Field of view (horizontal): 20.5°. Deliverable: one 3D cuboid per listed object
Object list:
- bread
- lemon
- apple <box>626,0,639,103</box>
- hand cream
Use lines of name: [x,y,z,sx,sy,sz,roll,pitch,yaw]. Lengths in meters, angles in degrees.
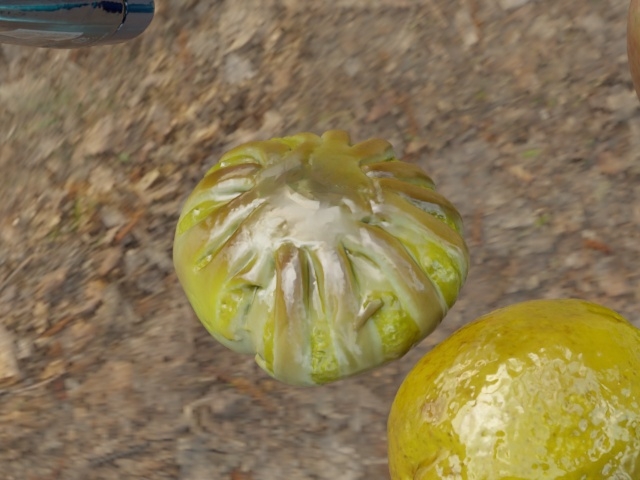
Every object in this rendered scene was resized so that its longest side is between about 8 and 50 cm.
bread: [0.000,0.000,1.226,0.213,0.213,0.105,-25,134,-16]
lemon: [0.134,0.123,1.130,0.207,0.170,0.170,-25,91,-27]
apple: [0.438,-0.159,1.584,0.345,0.269,0.345,4,106,15]
hand cream: [-0.229,-0.165,1.273,0.120,0.270,0.061,5,100,29]
